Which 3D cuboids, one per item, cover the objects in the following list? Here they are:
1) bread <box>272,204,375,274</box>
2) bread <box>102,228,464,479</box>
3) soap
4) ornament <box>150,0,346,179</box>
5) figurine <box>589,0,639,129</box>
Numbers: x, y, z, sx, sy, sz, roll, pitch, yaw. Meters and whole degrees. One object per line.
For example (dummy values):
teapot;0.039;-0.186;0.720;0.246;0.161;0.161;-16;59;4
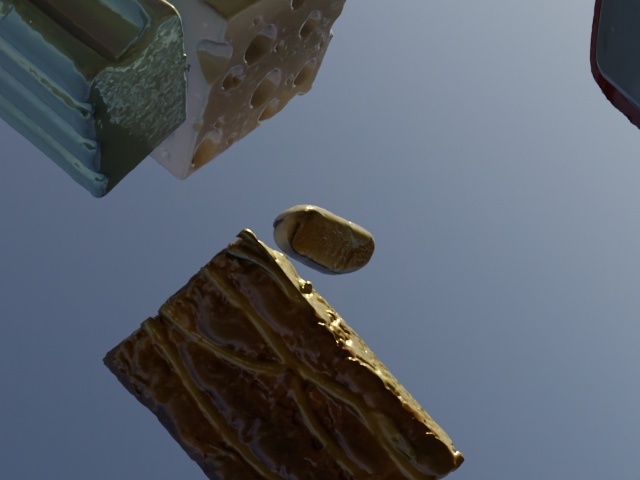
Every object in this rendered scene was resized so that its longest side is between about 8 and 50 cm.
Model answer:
bread;0.000;0.000;1.333;0.214;0.053;0.073;19;-87;-62
bread;-0.033;0.144;0.985;0.274;0.185;0.114;48;-171;-1
soap;-0.234;-0.175;0.829;0.289;0.173;0.095;38;-115;15
ornament;-0.134;-0.261;1.191;0.239;0.240;0.240;38;-130;12
figurine;0.279;-0.146;0.567;0.160;0.226;0.183;-110;19;-59
